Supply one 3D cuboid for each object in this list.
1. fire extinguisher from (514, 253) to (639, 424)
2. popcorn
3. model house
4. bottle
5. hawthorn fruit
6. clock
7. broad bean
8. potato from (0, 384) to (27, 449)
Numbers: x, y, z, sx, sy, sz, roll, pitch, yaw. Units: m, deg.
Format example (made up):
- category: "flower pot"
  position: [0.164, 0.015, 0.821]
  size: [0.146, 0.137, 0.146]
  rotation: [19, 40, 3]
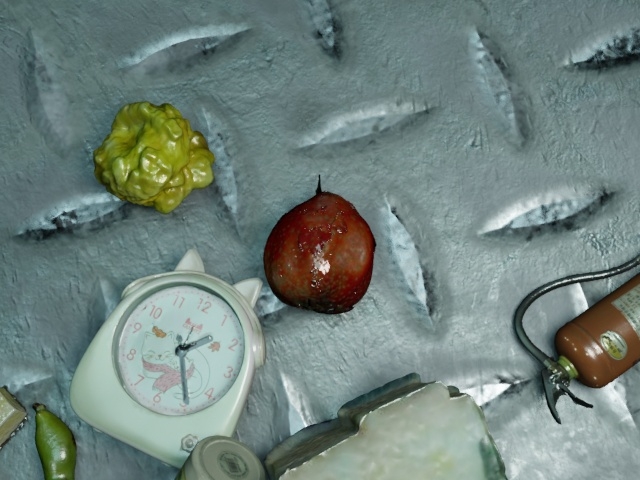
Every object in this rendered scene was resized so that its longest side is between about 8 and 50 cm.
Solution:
- category: "fire extinguisher"
  position: [0.466, 0.119, 1.451]
  size: [0.376, 0.113, 0.200]
  rotation: [-35, 35, -7]
- category: "popcorn"
  position: [-0.279, -0.138, 1.512]
  size: [0.198, 0.155, 0.197]
  rotation: [-14, 59, 24]
- category: "model house"
  position: [0.084, 0.338, 1.320]
  size: [0.299, 0.284, 0.243]
  rotation: [-23, 94, -11]
- category: "bottle"
  position: [-0.184, 0.409, 1.344]
  size: [0.120, 0.120, 0.253]
  rotation: [39, 118, 11]
- category: "hawthorn fruit"
  position: [0.000, 0.000, 1.453]
  size: [0.181, 0.181, 0.235]
  rotation: [1, 76, 3]
- category: "clock"
  position: [-0.217, 0.183, 1.451]
  size: [0.265, 0.108, 0.324]
  rotation: [25, 78, 10]
- category: "broad bean"
  position: [-0.413, 0.352, 1.448]
  size: [0.070, 0.048, 0.213]
  rotation: [-28, 76, -1]
- category: "potato"
  position: [-0.538, 0.294, 1.463]
  size: [0.086, 0.061, 0.122]
  rotation: [40, 80, 13]
